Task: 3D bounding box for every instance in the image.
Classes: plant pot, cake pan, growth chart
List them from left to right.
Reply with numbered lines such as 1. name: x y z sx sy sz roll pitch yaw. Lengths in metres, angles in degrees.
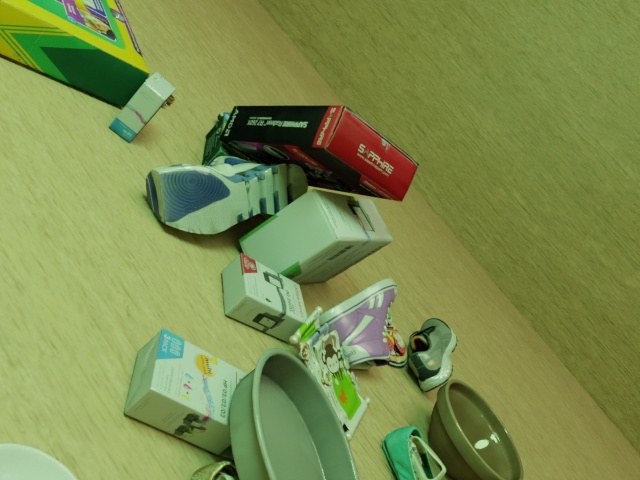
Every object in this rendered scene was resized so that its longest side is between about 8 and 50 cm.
1. cake pan: -0.029 0.291 0.755 0.293 0.054 0.293 57 14 -22
2. growth chart: 0.023 0.235 1.008 0.237 0.021 0.172 63 23 -11
3. plant pot: 0.303 0.421 1.173 0.237 0.110 0.237 39 24 -21

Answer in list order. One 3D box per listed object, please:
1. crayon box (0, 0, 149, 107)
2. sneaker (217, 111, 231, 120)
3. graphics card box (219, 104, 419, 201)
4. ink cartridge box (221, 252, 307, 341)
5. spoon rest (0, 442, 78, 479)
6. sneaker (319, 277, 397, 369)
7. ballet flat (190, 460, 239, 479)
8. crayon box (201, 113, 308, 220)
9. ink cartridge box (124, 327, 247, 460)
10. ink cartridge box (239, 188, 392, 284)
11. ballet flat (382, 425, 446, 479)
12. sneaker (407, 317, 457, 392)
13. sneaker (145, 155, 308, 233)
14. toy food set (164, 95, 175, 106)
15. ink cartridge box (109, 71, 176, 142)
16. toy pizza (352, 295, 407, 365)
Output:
1. crayon box: -0.541 -0.467 1.117 0.313 0.106 0.363 17 36 -50
2. sneaker: -0.176 -0.301 1.451 0.211 0.081 0.080 21 -16 27
3. graphics card box: -0.014 -0.184 1.147 0.232 0.094 0.371 27 -7 -41
4. ink cartridge box: -0.100 0.106 1.019 0.150 0.063 0.109 31 27 -35
5. spoon rest: -0.262 0.270 0.415 0.137 0.084 0.276 40 24 -19
6. sneaker: 0.111 0.189 1.219 0.282 0.102 0.161 -24 76 -50
7. ballet flat: -0.108 0.336 0.609 0.073 0.067 0.206 31 28 -39
8. crayon box: -0.131 -0.144 1.360 0.323 0.083 0.203 36 24 -27
9. ink cartridge box: -0.157 0.208 0.743 0.181 0.061 0.104 36 25 -27
10. ink cartridge box: 0.000 0.000 1.180 0.278 0.201 0.117 1 59 -61
11. ballet flat: 0.185 0.432 0.964 0.083 0.087 0.247 27 30 -42
12. sneaker: 0.271 0.255 1.391 0.108 0.100 0.271 53 21 -8
13. sneaker: -0.201 -0.098 1.110 0.315 0.127 0.182 -10 16 -38
14. toy food set: -0.383 -0.345 1.323 0.078 0.019 0.122 49 14 2
15. ink cartridge box: -0.349 -0.263 1.102 0.052 0.122 0.088 39 23 -19
16. toy pizza: 0.145 0.209 1.342 0.201 0.032 0.201 39 23 -20
